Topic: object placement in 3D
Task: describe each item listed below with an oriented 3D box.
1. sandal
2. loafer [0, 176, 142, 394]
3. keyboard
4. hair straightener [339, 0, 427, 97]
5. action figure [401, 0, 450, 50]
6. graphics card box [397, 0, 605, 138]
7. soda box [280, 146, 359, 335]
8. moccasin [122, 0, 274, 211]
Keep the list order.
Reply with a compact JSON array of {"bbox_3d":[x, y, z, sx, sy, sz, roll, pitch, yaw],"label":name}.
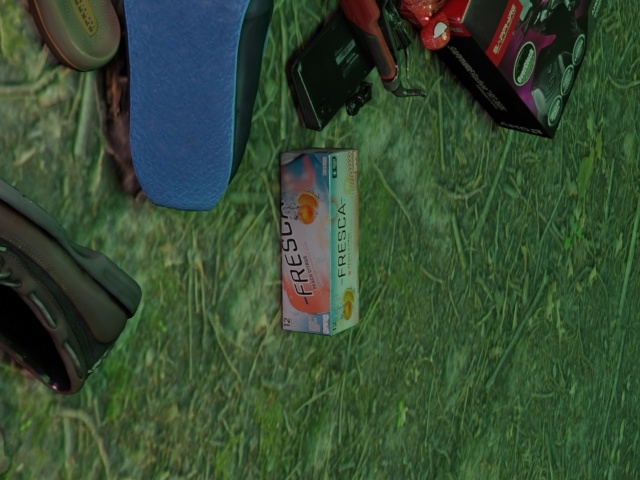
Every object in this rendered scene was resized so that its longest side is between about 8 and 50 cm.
[{"bbox_3d":[-0.186,-0.208,0.805,0.090,0.060,0.219,-60,142,-36],"label":"sandal"},{"bbox_3d":[-0.218,0.019,0.748,0.302,0.109,0.095,45,60,-57],"label":"loafer"},{"bbox_3d":[0.024,-0.181,1.216,0.180,0.023,0.108,-53,131,-42],"label":"keyboard"},{"bbox_3d":[0.069,-0.242,1.220,0.230,0.047,0.089,56,46,-39],"label":"hair straightener"},{"bbox_3d":[0.146,-0.345,1.246,0.091,0.139,0.280,4,84,-64],"label":"action figure"},{"bbox_3d":[0.243,-0.302,1.471,0.371,0.094,0.232,34,75,-58],"label":"graphics card box"},{"bbox_3d":[0.000,0.000,1.164,0.063,0.058,0.183,-16,107,-58],"label":"soda box"},{"bbox_3d":[-0.100,-0.197,0.913,0.117,0.138,0.341,-77,-179,-69],"label":"moccasin"}]
